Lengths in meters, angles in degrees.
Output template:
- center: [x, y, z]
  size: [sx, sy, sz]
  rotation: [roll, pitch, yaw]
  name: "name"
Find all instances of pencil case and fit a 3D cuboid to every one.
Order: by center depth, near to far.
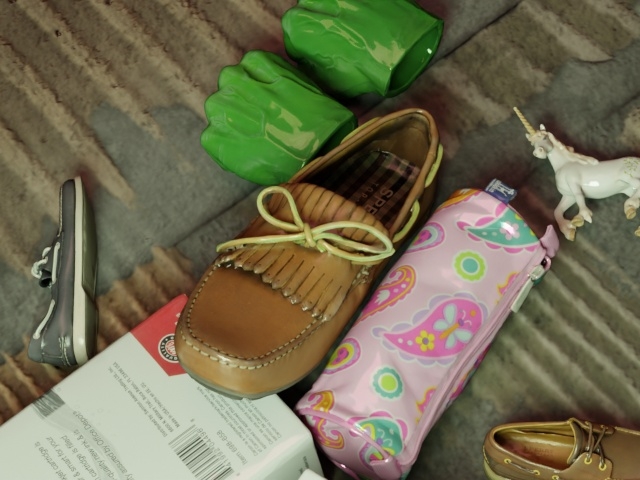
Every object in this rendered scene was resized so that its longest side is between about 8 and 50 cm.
- center: [0.096, 0.082, 1.411]
  size: [0.124, 0.124, 0.284]
  rotation: [26, 63, 25]
  name: "pencil case"

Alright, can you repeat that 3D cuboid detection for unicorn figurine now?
- center: [0.258, -0.057, 1.519]
  size: [0.162, 0.060, 0.111]
  rotation: [6, 56, -4]
  name: "unicorn figurine"

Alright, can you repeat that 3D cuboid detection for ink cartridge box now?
- center: [-0.162, 0.210, 1.379]
  size: [0.273, 0.114, 0.197]
  rotation: [-36, 57, -15]
  name: "ink cartridge box"

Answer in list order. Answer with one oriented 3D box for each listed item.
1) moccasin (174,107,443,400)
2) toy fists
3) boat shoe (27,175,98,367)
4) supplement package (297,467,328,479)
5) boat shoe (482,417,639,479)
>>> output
- center: [0.003, 0.002, 1.397]
  size: [0.139, 0.147, 0.380]
  rotation: [34, 45, 18]
  name: "moccasin"
- center: [-0.005, -0.163, 1.616]
  size: [0.142, 0.096, 0.279]
  rotation: [34, 67, 18]
  name: "toy fists"
- center: [-0.253, 0.027, 1.546]
  size: [0.065, 0.075, 0.206]
  rotation: [-7, 60, 3]
  name: "boat shoe"
- center: [0.070, 0.342, 1.205]
  size: [0.293, 0.177, 0.175]
  rotation: [29, 67, 26]
  name: "supplement package"
- center: [0.225, 0.184, 1.353]
  size: [0.178, 0.060, 0.064]
  rotation: [2, 57, 12]
  name: "boat shoe"
